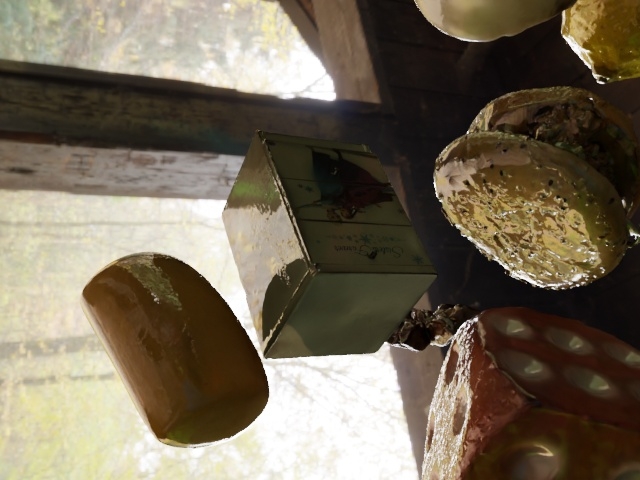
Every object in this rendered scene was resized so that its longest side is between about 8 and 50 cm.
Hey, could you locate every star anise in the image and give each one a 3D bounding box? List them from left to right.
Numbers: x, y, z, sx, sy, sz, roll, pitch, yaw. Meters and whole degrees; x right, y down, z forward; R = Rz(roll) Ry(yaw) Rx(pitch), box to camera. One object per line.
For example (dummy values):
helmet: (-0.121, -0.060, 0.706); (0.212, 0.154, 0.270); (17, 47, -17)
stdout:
star anise: (0.158, 0.129, 1.054); (0.168, 0.167, 0.057); (16, -66, 63)

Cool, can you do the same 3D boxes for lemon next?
lemon: (0.501, -0.387, 1.092); (0.253, 0.253, 0.310); (22, -86, 62)

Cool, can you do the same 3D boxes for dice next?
dice: (0.185, 0.167, 0.584); (0.174, 0.174, 0.179); (-71, 171, -70)

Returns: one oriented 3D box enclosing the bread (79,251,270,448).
bread: (-0.137, 0.096, 0.695); (0.217, 0.147, 0.098); (46, -60, 27)

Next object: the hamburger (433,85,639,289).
hamburger: (0.360, -0.085, 1.104); (0.195, 0.318, 0.277); (-52, -172, -24)

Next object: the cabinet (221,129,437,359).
cabinet: (0.000, 0.000, 0.775); (0.150, 0.145, 0.206); (-60, -140, 40)

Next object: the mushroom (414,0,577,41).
mushroom: (0.106, -0.243, 0.316); (0.290, 0.292, 0.293); (65, 5, -56)
